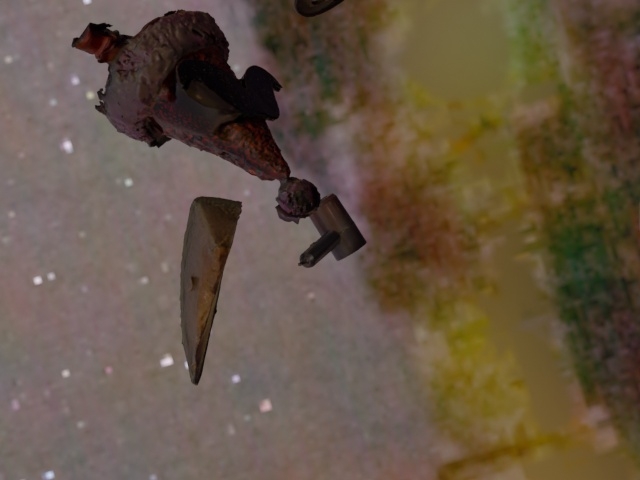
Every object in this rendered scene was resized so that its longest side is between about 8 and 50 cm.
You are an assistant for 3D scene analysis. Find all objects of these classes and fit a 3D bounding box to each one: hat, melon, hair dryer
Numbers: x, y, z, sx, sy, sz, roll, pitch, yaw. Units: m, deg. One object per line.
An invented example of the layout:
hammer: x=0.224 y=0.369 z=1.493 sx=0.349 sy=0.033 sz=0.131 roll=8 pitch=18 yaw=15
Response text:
hat: x=-0.087 y=-0.100 z=1.240 sx=0.227 sy=0.129 sz=0.140 roll=42 pitch=179 yaw=19
melon: x=-0.114 y=0.051 z=1.484 sx=0.098 sy=0.054 sz=0.182 roll=-104 pitch=24 yaw=-52
hair dryer: x=0.000 y=0.000 z=1.489 sx=0.063 sy=0.037 sz=0.114 roll=57 pitch=-147 yaw=-6

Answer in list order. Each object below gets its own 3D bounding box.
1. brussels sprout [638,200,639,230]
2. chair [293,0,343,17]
brussels sprout: x=0.402 y=-0.026 z=1.142 sx=0.289 sy=0.281 sz=0.355 roll=56 pitch=161 yaw=32
chair: x=0.045 y=-0.429 z=1.812 sx=0.183 sy=0.175 sz=0.326 roll=53 pitch=147 yaw=-4
